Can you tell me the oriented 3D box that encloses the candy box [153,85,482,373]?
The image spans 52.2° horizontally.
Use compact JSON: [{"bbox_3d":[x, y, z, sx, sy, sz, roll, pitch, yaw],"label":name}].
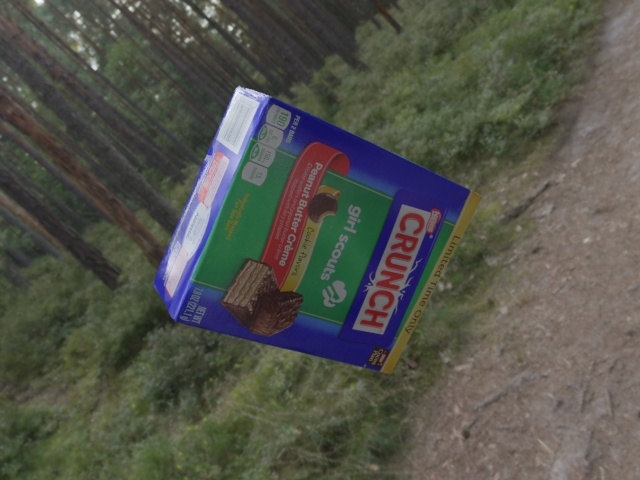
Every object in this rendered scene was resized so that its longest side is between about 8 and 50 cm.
[{"bbox_3d":[0.000,0.000,0.804,0.122,0.317,0.268,39,107,57],"label":"candy box"}]
